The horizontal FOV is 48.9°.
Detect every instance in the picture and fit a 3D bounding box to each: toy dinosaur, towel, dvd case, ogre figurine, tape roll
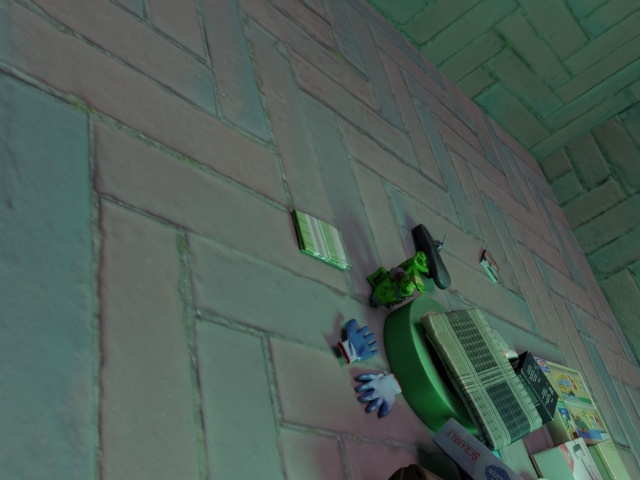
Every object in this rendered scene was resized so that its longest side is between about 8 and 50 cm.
[{"bbox_3d":[0.343,0.018,2.074,0.082,0.047,0.090,20,77,-62],"label":"toy dinosaur"},{"bbox_3d":[0.000,0.000,1.530,0.152,0.023,0.113,24,39,-44],"label":"towel"},{"bbox_3d":[0.577,0.085,2.392,0.087,0.013,0.119,53,26,-6],"label":"dvd case"},{"bbox_3d":[0.359,0.302,1.588,0.312,0.056,0.324,3,56,-55],"label":"towel"},{"bbox_3d":[0.179,0.092,1.613,0.097,0.118,0.197,46,30,-28],"label":"ogre figurine"},{"bbox_3d":[0.273,0.285,1.603,0.321,0.077,0.321,40,30,-30],"label":"tape roll"}]

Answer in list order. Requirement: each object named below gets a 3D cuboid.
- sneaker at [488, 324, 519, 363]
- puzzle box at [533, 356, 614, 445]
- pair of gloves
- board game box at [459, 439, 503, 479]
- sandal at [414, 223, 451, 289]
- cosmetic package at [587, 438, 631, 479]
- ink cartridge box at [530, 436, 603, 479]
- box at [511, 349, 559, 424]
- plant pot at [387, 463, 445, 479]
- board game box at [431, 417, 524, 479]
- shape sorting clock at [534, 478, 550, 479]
[{"bbox_3d":[0.432,0.274,1.876,0.262,0.099,0.121,29,30,-55],"label":"sneaker"},{"bbox_3d":[0.781,0.519,2.214,0.409,0.052,0.272,21,43,-49],"label":"puzzle box"},{"bbox_3d":[0.095,0.252,1.406,0.198,0.023,0.159,62,26,9],"label":"pair of gloves"},{"bbox_3d":[0.361,0.506,1.562,0.186,0.026,0.126,18,45,-51],"label":"board game box"},{"bbox_3d":[0.301,0.054,1.941,0.097,0.054,0.254,49,17,-30],"label":"sandal"},{"bbox_3d":[0.831,0.734,1.995,0.160,0.113,0.309,12,49,-54],"label":"cosmetic package"},{"bbox_3d":[0.662,0.618,1.865,0.218,0.092,0.158,14,49,-55],"label":"ink cartridge box"},{"bbox_3d":[0.566,0.411,1.929,0.158,0.093,0.156,57,27,3],"label":"box"},{"bbox_3d":[0.191,0.472,1.187,0.165,0.167,0.167,39,31,-16],"label":"plant pot"},{"bbox_3d":[0.391,0.513,1.319,0.318,0.066,0.319,47,-6,-23],"label":"board game box"},{"bbox_3d":[0.558,0.670,1.670,0.206,0.040,0.206,30,42,-31],"label":"shape sorting clock"}]
